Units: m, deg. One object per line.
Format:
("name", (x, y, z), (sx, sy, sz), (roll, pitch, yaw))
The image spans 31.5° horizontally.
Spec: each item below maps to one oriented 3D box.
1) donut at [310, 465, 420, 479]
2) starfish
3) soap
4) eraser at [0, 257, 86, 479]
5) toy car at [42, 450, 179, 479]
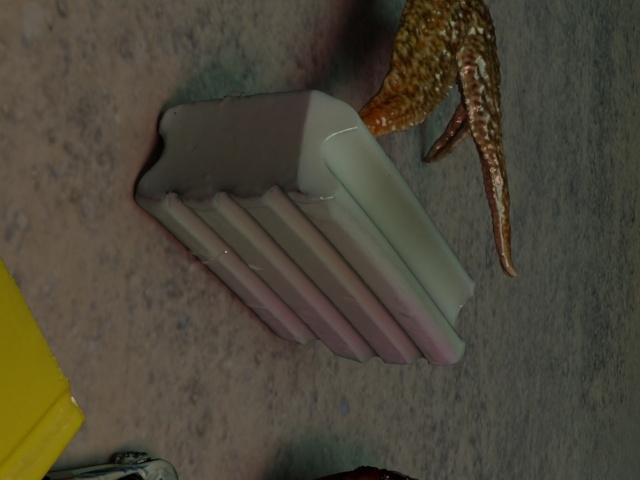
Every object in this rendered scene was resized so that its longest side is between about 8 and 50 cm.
("donut", (0.032, 0.285, 1.059), (0.295, 0.112, 0.151), (64, 36, -39))
("starfish", (0.103, -0.190, 1.146), (0.398, 0.132, 0.384), (54, 35, -49))
("soap", (0.000, 0.000, 0.944), (0.289, 0.173, 0.095), (49, 48, -48))
("eraser", (-0.239, 0.116, 0.628), (0.226, 0.069, 0.158), (-52, 134, -47))
("toy car", (-0.155, 0.202, 0.788), (0.205, 0.056, 0.095), (6, 83, -59))
